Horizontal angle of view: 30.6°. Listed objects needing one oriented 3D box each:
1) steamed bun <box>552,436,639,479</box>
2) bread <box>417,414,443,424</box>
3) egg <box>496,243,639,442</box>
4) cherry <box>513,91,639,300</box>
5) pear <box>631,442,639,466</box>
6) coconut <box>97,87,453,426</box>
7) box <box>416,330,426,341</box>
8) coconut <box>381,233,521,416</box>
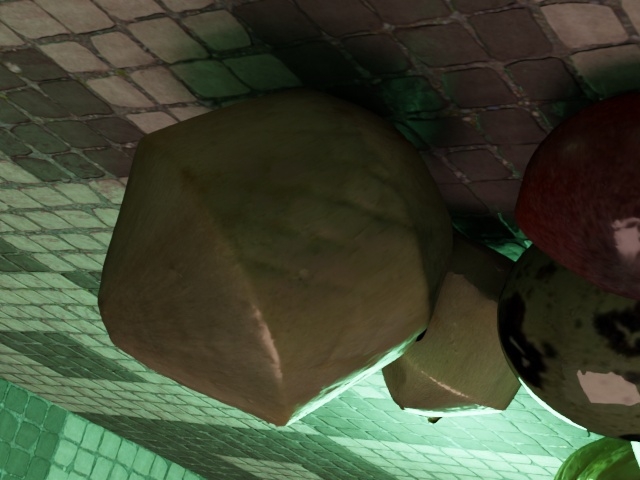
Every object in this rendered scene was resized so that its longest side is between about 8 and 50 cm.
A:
[{"bbox_3d":[0.635,0.514,2.321,0.324,0.230,0.372,37,123,-12],"label":"steamed bun"},{"bbox_3d":[0.211,0.228,2.121,0.142,0.178,0.266,40,172,37],"label":"bread"},{"bbox_3d":[0.406,0.107,1.441,0.379,0.288,0.287,12,159,-13],"label":"egg"},{"bbox_3d":[0.331,-0.052,1.243,0.239,0.206,0.239,41,176,3],"label":"cherry"},{"bbox_3d":[0.578,0.272,1.704,0.375,0.287,0.287,14,164,-38],"label":"pear"},{"bbox_3d":[-0.068,0.013,1.367,0.415,0.415,0.345,2,122,31],"label":"coconut"},{"bbox_3d":[-0.019,0.075,1.603,0.345,0.134,0.097,-3,167,33],"label":"box"},{"bbox_3d":[0.190,0.133,1.650,0.237,0.266,0.237,27,-166,-7],"label":"coconut"}]
